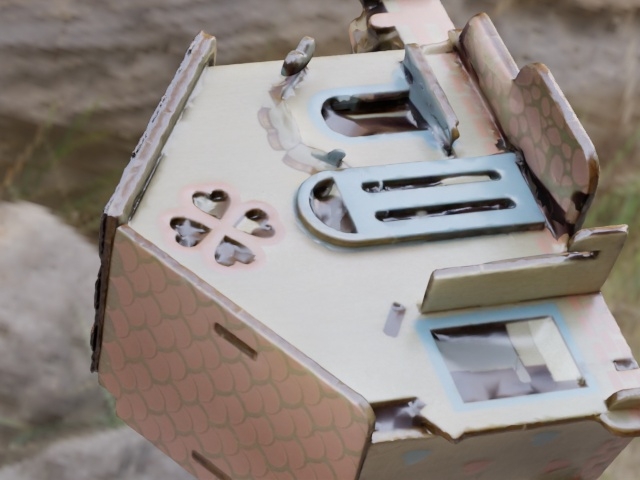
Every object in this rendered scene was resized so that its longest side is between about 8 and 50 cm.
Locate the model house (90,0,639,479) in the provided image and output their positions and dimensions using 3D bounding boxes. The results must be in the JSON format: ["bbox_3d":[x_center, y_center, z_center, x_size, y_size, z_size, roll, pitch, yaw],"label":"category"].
[{"bbox_3d":[0.000,0.000,0.934,0.244,0.169,0.326,-8,50,-18],"label":"model house"}]
